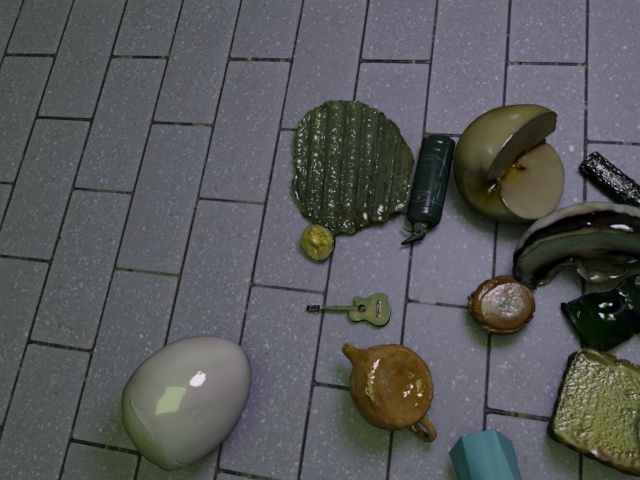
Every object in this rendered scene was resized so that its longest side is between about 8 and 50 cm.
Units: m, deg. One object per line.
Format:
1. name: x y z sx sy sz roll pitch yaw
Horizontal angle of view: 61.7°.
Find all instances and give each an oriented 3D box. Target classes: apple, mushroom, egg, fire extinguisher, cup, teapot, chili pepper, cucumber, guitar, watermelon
1. apple: 0.476 -0.201 1.380 0.258 0.295 0.233 -46 31 -24
2. mushroom: 0.630 0.011 1.279 0.247 0.344 0.130 34 54 -23
3. egg: -0.328 0.388 1.339 0.345 0.283 0.283 -42 70 -17
4. fire extinguisher: 0.293 -0.135 1.479 0.114 0.095 0.311 2 71 35
5. cup: 0.386 0.552 1.166 0.134 0.148 0.236 7 34 -11
6. teapot: 0.167 0.371 1.320 0.203 0.167 0.311 -41 90 -28
7. chili pepper: 0.742 0.165 1.284 0.264 0.116 0.148 -21 76 4
8. cucumber: 0.805 -0.116 1.388 0.067 0.067 0.293 -41 71 -3
9. guitar: 0.076 0.187 1.455 0.233 0.025 0.088 -1 73 12
10. watermelon: 0.000 0.000 1.502 0.105 0.062 0.105 9 110 25

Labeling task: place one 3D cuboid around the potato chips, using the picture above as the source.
1. potato chips: 0.092 -0.225 1.558 0.358 0.070 0.429 -1 73 13

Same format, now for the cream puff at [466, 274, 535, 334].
1. cream puff: 0.451 0.162 1.343 0.165 0.115 0.150 8 81 4

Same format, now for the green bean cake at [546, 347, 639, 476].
1. green bean cake: 0.661 0.389 1.227 0.233 0.124 0.236 20 78 17

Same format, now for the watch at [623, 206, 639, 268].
1. watch: 0.754 -0.002 1.347 0.165 0.131 0.152 -13 89 3
